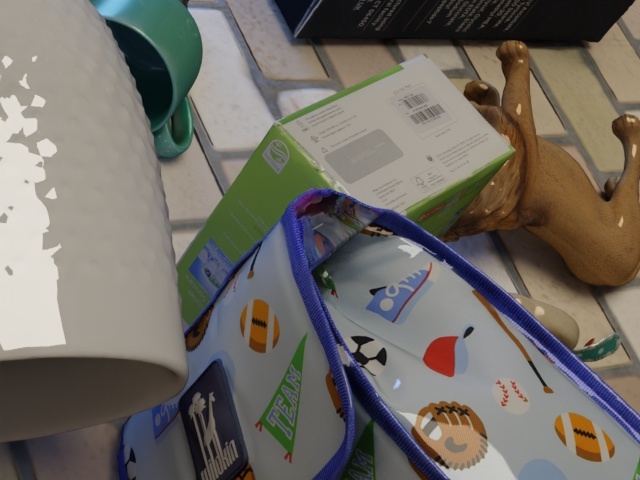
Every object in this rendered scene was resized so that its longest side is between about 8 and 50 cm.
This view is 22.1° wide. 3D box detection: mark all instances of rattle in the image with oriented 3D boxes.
[{"bbox_3d":[0.200,0.130,1.558,0.200,0.130,0.142,34,46,-45],"label":"rattle"}]

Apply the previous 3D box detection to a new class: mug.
[{"bbox_3d":[-0.298,-0.028,1.195,0.276,0.374,0.328,44,35,-70],"label":"mug"},{"bbox_3d":[-0.176,-0.166,1.534,0.130,0.157,0.097,14,42,11],"label":"mug"}]

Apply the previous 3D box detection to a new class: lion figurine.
[{"bbox_3d":[0.236,-0.044,1.685,0.392,0.142,0.240,24,51,-20],"label":"lion figurine"}]

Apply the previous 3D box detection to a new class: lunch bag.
[{"bbox_3d":[0.041,0.192,1.207,0.385,0.328,0.239,47,42,8],"label":"lunch bag"}]

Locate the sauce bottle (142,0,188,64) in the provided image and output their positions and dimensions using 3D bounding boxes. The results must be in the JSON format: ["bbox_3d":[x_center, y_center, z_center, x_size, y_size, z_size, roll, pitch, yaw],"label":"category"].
[{"bbox_3d":[-0.152,-0.212,1.640,0.042,0.042,0.128,21,44,-17],"label":"sauce bottle"}]

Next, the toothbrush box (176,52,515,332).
[{"bbox_3d":[0.000,0.000,1.375,0.122,0.283,0.206,48,43,13],"label":"toothbrush box"}]

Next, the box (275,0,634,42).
[{"bbox_3d":[0.126,-0.495,1.885,0.472,0.297,0.479,-5,56,-35],"label":"box"}]
